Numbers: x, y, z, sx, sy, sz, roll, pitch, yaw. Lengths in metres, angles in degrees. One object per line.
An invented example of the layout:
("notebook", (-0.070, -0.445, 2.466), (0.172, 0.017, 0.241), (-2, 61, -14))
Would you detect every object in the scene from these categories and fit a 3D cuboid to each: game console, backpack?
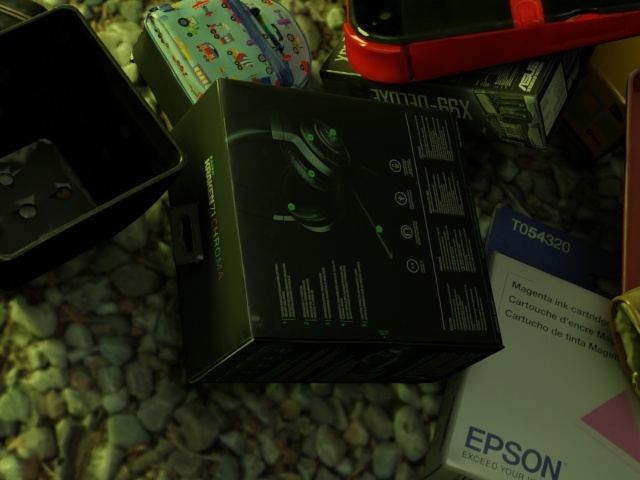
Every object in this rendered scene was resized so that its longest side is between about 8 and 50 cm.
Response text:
("game console", (0.190, -0.319, 1.243), (0.341, 0.060, 0.387), (-8, 47, 9))
("backpack", (-0.082, -0.180, 1.202), (0.173, 0.117, 0.158), (-22, 74, -28))

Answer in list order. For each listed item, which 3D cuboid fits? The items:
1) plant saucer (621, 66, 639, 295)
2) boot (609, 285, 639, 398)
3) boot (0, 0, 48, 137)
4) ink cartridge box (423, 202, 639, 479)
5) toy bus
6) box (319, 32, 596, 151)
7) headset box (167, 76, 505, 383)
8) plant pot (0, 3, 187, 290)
("plant saucer", (0.409, -0.045, 1.208), (0.259, 0.047, 0.259), (-3, 97, -20))
("boot", (0.436, 0.124, 1.163), (0.269, 0.089, 0.236), (-19, 84, -18))
("boot", (-0.369, -0.185, 1.141), (0.197, 0.077, 0.137), (12, 67, -10))
("ink cartridge box", (0.295, 0.142, 1.191), (0.324, 0.071, 0.330), (22, 62, -6))
("toy bus", (0.399, -0.217, 1.360), (0.332, 0.130, 0.108), (-32, 78, -28))
("box", (0.174, -0.243, 1.264), (0.242, 0.076, 0.307), (11, 55, 29))
("headset box", (0.000, 0.000, 1.090), (0.283, 0.131, 0.246), (3, 66, -31))
("plant pot", (-0.257, -0.061, 1.058), (0.188, 0.167, 0.187), (-31, 76, -28))
